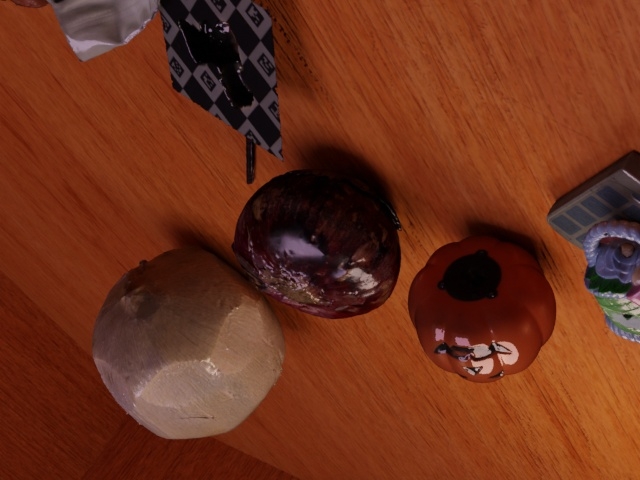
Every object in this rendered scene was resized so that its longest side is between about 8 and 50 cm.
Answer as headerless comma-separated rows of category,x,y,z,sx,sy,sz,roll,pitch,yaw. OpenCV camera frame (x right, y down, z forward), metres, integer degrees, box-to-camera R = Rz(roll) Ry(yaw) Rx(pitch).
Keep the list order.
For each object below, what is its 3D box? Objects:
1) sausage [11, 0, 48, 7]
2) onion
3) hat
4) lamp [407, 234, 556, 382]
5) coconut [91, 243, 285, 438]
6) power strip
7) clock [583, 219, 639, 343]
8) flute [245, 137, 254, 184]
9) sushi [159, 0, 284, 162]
sausage,-0.455,-0.429,1.527,0.326,0.079,0.087,64,-174,-52
onion,0.000,0.000,1.596,0.247,0.190,0.246,12,150,7
hat,-0.330,-0.383,1.395,0.301,0.168,0.258,53,-178,23
lamp,0.210,0.092,1.472,0.188,0.187,0.164,21,155,35
coconut,-0.254,0.190,2.181,0.346,0.346,0.360,21,156,34
power strip,0.320,-0.037,1.240,0.080,0.029,0.227,37,159,-2
clock,0.370,0.039,1.187,0.194,0.100,0.195,11,152,27
flute,-0.104,-0.146,1.682,0.014,0.014,0.269,32,159,10
sushi,-0.111,-0.242,1.420,0.220,0.047,0.231,35,148,30
